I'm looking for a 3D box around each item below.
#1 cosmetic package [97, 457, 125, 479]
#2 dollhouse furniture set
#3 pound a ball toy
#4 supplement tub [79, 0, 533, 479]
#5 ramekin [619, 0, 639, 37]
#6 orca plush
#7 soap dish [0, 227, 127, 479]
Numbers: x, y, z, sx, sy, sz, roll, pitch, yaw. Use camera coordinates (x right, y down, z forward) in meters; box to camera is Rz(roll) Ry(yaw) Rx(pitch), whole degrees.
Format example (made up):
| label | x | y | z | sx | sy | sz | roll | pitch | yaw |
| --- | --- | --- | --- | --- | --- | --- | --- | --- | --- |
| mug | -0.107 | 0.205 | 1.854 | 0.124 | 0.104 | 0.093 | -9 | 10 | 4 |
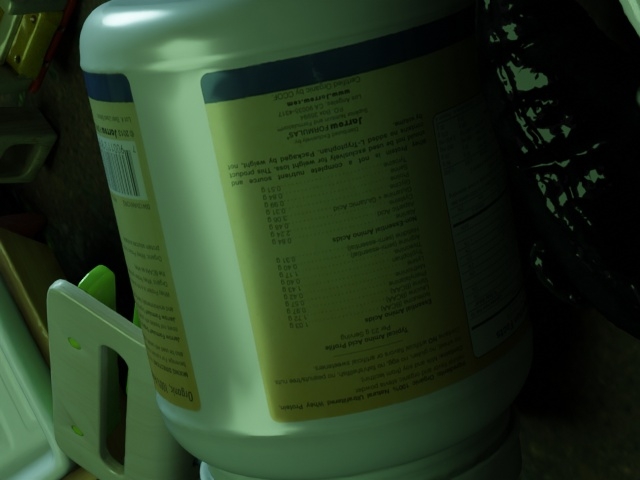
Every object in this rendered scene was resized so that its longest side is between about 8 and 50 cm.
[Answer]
| label | x | y | z | sx | sy | sz | roll | pitch | yaw |
| --- | --- | --- | --- | --- | --- | --- | --- | --- | --- |
| cosmetic package | -0.262 | 0.205 | 1.455 | 0.231 | 0.085 | 0.117 | 38 | 136 | 38 |
| dollhouse furniture set | -0.334 | -0.124 | 1.360 | 0.201 | 0.152 | 0.374 | 48 | 123 | 28 |
| pound a ball toy | -0.086 | 0.049 | 1.096 | 0.135 | 0.208 | 0.319 | 31 | 148 | 10 |
| supplement tub | 0.000 | 0.000 | 0.864 | 0.228 | 0.228 | 0.316 | 9 | 114 | 51 |
| ramekin | 0.240 | -0.159 | 0.538 | 0.277 | 0.135 | 0.277 | 28 | 128 | 43 |
| orca plush | 0.147 | -0.038 | 0.710 | 0.151 | 0.102 | 0.287 | -14 | 102 | 26 |
| soap dish | -0.308 | 0.147 | 1.316 | 0.291 | 0.118 | 0.229 | -33 | 82 | 33 |
